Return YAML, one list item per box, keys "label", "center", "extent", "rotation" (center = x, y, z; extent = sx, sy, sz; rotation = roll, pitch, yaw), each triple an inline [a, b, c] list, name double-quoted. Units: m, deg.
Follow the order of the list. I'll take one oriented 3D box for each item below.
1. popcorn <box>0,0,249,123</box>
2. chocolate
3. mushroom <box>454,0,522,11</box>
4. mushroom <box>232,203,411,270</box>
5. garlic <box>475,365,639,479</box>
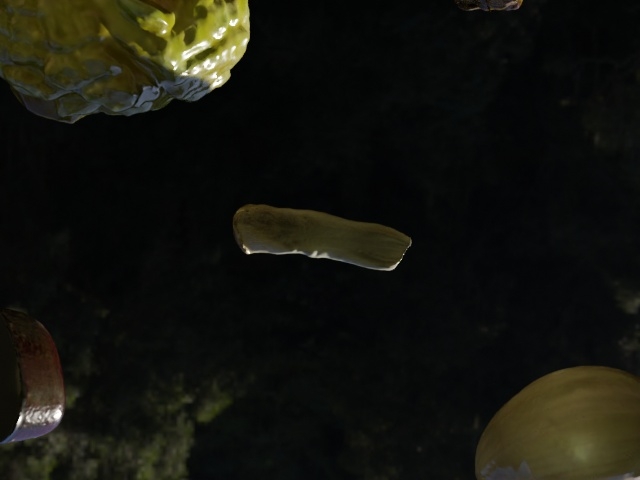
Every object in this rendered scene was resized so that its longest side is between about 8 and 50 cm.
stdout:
- label: "popcorn"
  center: [-0.182, -0.204, 1.016]
  extent: [0.237, 0.206, 0.251]
  rotation: [-23, 177, 4]
- label: "chocolate"
  center: [-0.301, 0.128, 1.092]
  extent: [0.148, 0.125, 0.080]
  rotation: [5, 171, 37]
- label: "mushroom"
  center: [0.208, -0.468, 1.421]
  extent: [0.331, 0.334, 0.356]
  rotation: [26, -158, 35]
- label: "mushroom"
  center: [0.001, -0.003, 1.299]
  extent: [0.202, 0.059, 0.054]
  rotation: [7, 171, -1]
- label: "garlic"
  center: [0.286, 0.231, 1.313]
  extent: [0.245, 0.145, 0.164]
  rotation: [-17, 145, 13]
